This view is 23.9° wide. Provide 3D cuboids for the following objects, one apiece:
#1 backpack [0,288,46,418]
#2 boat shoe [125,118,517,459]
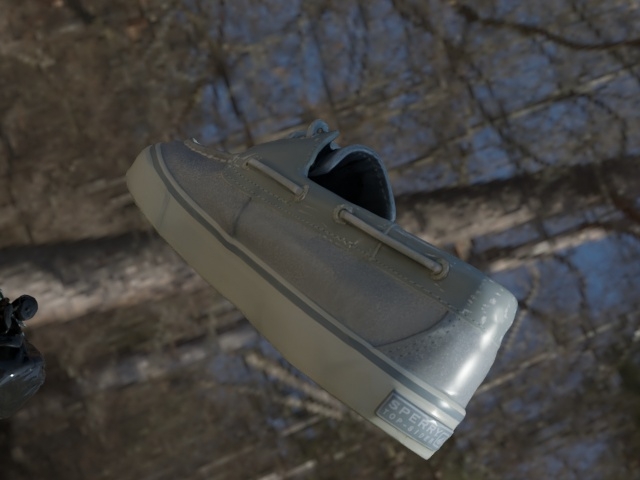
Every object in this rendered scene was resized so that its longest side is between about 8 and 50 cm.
[{"bbox_3d":[-0.261,0.044,0.867,0.182,0.152,0.115,51,-22,14],"label":"backpack"},{"bbox_3d":[0.000,0.000,0.595,0.079,0.081,0.227,39,0,-39],"label":"boat shoe"}]
